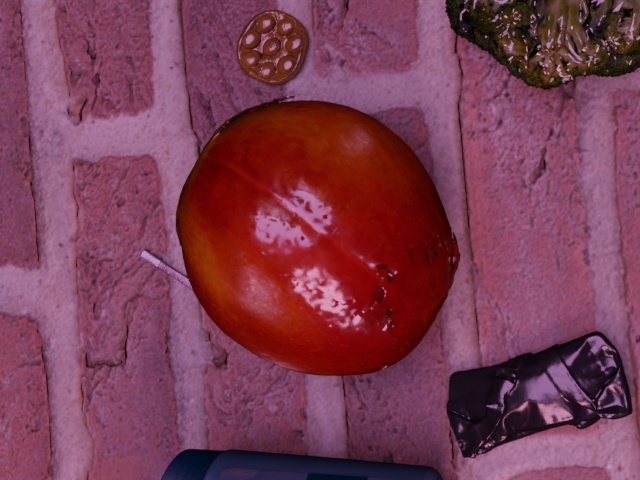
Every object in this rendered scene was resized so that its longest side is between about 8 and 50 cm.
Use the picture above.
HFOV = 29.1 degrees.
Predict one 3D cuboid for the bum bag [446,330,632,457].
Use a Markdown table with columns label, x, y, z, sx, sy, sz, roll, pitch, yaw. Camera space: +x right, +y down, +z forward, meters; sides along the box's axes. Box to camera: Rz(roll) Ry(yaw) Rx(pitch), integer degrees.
| label | x | y | z | sx | sy | sz | roll | pitch | yaw |
| --- | --- | --- | --- | --- | --- | --- | --- | --- | --- |
| bum bag | 0.287 | 0.208 | 1.650 | 0.248 | 0.060 | 0.123 | -20 | 84 | 13 |

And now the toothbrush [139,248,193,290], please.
| label | x | y | z | sx | sy | sz | roll | pitch | yaw |
| --- | --- | --- | --- | --- | --- | --- | --- | --- | --- |
| toothbrush | -0.183 | 0.068 | 1.797 | 0.194 | 0.017 | 0.014 | 32 | 90 | 16 |

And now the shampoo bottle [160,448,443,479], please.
| label | x | y | z | sx | sy | sz | roll | pitch | yaw |
| --- | --- | --- | --- | --- | --- | --- | --- | --- | --- |
| shampoo bottle | -0.020 | 0.442 | 1.582 | 0.343 | 0.331 | 0.331 | 2 | 88 | 12 |

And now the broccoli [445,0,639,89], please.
| label | x | y | z | sx | sy | sz | roll | pitch | yaw |
| --- | --- | --- | --- | --- | --- | --- | --- | --- | --- |
| broccoli | 0.316 | -0.354 | 1.560 | 0.321 | 0.283 | 0.304 | -4 | 56 | 6 |

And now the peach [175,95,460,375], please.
| label | x | y | z | sx | sy | sz | roll | pitch | yaw |
| --- | --- | --- | --- | --- | --- | --- | --- | --- | --- |
| peach | 0.000 | 0.000 | 1.588 | 0.370 | 0.370 | 0.370 | -1 | 88 | 14 |

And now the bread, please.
| label | x | y | z | sx | sy | sz | roll | pitch | yaw |
| --- | --- | --- | --- | --- | --- | --- | --- | --- | --- |
| bread | -0.069 | -0.278 | 1.776 | 0.110 | 0.024 | 0.110 | 0 | 89 | 13 |
